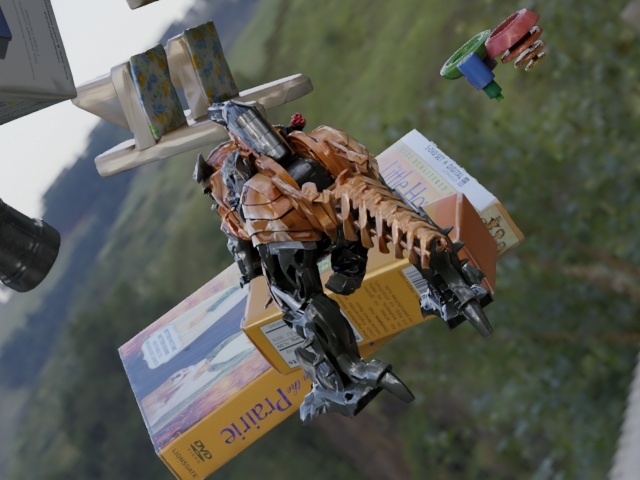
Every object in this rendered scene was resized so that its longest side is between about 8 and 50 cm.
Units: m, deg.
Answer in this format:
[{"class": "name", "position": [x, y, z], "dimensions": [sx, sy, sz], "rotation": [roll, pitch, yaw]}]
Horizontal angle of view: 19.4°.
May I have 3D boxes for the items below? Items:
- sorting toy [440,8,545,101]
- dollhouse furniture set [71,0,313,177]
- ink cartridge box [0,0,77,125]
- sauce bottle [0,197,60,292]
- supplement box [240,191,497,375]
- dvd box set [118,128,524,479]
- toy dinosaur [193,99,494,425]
[{"class": "sorting toy", "position": [0.134, -0.134, 1.416], "dimensions": [0.061, 0.042, 0.102], "rotation": [-49, 12, -33]}, {"class": "dollhouse furniture set", "position": [-0.076, -0.298, 1.632], "dimensions": [0.256, 0.362, 0.394], "rotation": [-17, 9, 21]}, {"class": "ink cartridge box", "position": [-0.267, -0.106, 1.118], "dimensions": [0.154, 0.093, 0.212], "rotation": [-19, -6, 19]}, {"class": "sauce bottle", "position": [-0.386, -0.060, 1.672], "dimensions": [0.111, 0.344, 0.111], "rotation": [-37, 35, 32]}, {"class": "supplement box", "position": [0.044, 0.042, 1.733], "dimensions": [0.233, 0.080, 0.078], "rotation": [-20, 34, 22]}, {"class": "dvd box set", "position": [-0.012, 0.061, 1.972], "dimensions": [0.420, 0.062, 0.307], "rotation": [-36, 22, 0]}, {"class": "toy dinosaur", "position": [0.000, 0.000, 1.275], "dimensions": [0.164, 0.218, 0.322], "rotation": [-32, 16, 5]}]
